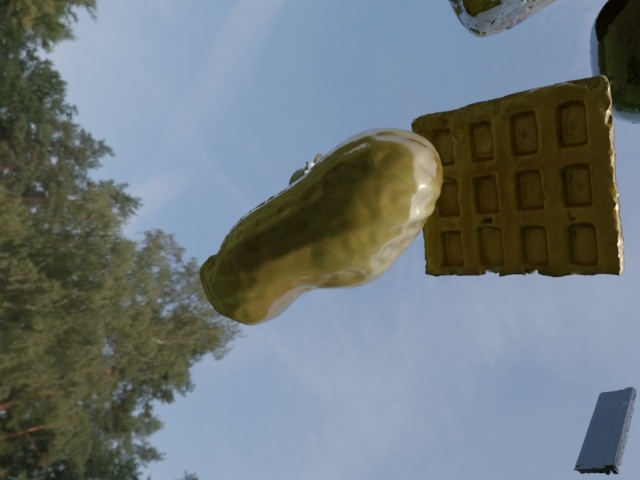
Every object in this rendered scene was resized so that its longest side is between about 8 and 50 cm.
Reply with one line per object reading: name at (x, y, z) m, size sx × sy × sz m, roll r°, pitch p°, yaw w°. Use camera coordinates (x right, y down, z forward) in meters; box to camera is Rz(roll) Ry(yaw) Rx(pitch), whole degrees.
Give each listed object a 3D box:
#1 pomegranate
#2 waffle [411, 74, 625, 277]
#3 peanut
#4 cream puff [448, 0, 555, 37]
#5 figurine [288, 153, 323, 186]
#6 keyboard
pomegranate at (0.577, -0.299, 0.872) m, size 0.291 × 0.323 × 0.290 m, roll 0°, pitch -104°, yaw 2°
waffle at (0.234, -0.066, 0.659) m, size 0.248 × 0.055 × 0.220 m, roll -3°, pitch -86°, yaw 41°
peanut at (0.000, 0.000, 0.597) m, size 0.319 × 0.148 × 0.147 m, roll -35°, pitch -110°, yaw 20°
cream puff at (0.351, -0.555, 0.966) m, size 0.291 × 0.325 × 0.257 m, roll -27°, pitch -91°, yaw 47°
figurine at (-0.034, -0.103, 1.346) m, size 0.143 × 0.143 × 0.271 m, roll 15°, pitch -116°, yaw 40°
keyboard at (0.514, 0.337, 0.950) m, size 0.072 × 0.231 × 0.023 m, roll -29°, pitch -88°, yaw 42°
